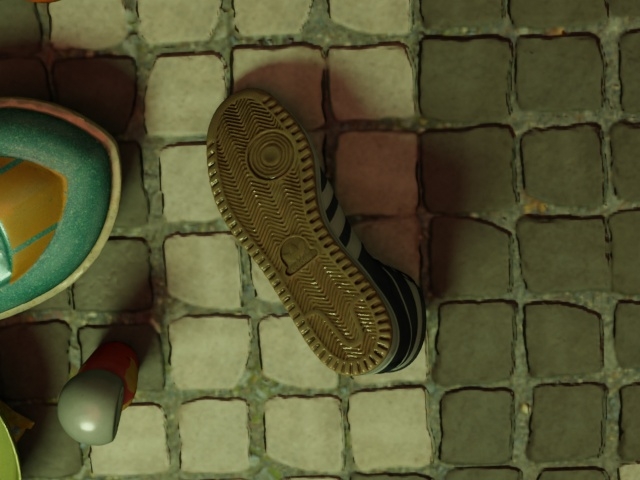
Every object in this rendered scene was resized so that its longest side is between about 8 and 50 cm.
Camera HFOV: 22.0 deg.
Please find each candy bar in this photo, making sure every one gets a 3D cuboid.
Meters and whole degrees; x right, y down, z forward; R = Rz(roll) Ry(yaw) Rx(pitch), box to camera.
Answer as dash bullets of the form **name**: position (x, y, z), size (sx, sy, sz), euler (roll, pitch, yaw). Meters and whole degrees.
- **candy bar**: position (-0.330, 0.226, 1.592), size (0.040, 0.018, 0.161), euler (31, 105, -6)

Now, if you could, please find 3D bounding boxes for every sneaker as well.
- **sneaker**: position (0.000, 0.000, 1.475), size (0.099, 0.153, 0.282), euler (-32, 72, 14)

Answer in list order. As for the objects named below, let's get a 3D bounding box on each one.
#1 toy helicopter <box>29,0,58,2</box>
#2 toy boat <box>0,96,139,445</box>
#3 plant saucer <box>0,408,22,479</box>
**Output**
- **toy helicopter**: position (-0.307, -0.371, 1.372), size (0.235, 0.140, 0.355), euler (9, 97, 9)
- **toy boat**: position (-0.262, 0.031, 1.461), size (0.267, 0.148, 0.318), euler (-31, 103, 11)
- **plant saucer**: position (-0.376, 0.193, 1.545), size (0.241, 0.037, 0.241), euler (8, 113, 20)
